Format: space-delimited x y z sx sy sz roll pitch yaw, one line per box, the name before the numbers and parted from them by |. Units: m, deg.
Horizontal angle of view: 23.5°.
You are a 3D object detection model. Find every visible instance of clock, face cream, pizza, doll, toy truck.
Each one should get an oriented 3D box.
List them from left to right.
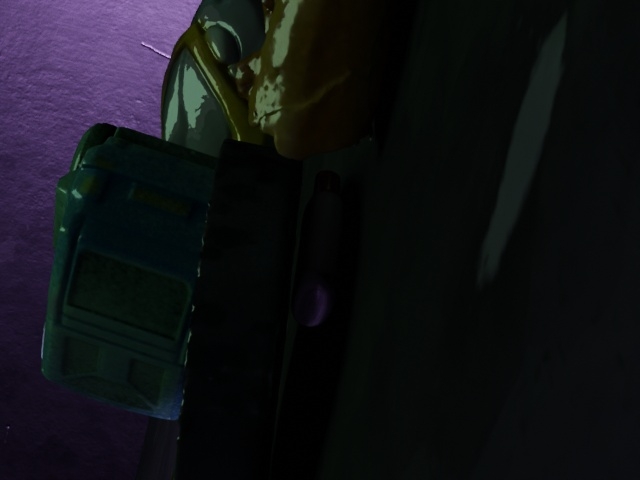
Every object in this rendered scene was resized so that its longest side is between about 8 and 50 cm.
toy truck | -0.129 0.035 1.135 0.279 0.155 0.156 111 178 -55
clock | -0.039 0.058 0.764 0.215 0.042 0.215 -173 90 -90
doll | -0.060 -0.152 1.245 0.103 0.145 0.316 31 -106 -57
face cream | 0.000 0.000 0.749 0.040 0.021 0.083 106 173 -49
pizza | 0.013 -0.199 0.772 0.182 0.073 0.365 146 138 -68

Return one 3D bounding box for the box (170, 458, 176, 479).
box | -0.107 0.274 1.092 0.153 0.041 0.279 -94 17 -73
